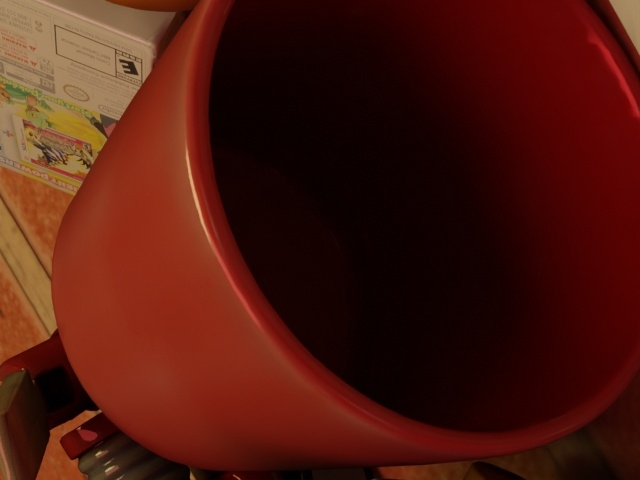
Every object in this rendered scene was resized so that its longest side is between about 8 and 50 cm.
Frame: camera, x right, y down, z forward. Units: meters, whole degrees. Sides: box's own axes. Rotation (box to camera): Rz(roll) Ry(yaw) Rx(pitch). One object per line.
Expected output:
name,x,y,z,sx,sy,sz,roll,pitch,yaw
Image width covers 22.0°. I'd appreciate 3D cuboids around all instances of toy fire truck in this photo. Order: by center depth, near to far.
toy fire truck,-0.105,0.128,0.959,0.158,0.246,0.217,-34,84,45

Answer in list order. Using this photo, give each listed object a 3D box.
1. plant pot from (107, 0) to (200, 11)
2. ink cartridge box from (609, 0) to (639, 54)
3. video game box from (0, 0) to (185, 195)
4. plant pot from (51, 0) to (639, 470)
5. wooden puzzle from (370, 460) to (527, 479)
plant pot,-0.044,-0.226,0.765,0.188,0.205,0.205,-10,101,60
ink cartridge box,0.244,-0.097,0.584,0.172,0.237,0.100,61,171,3
video game box,-0.179,-0.107,0.977,0.205,0.048,0.187,22,147,8
plant pot,0.000,0.000,0.830,0.243,0.275,0.275,-31,87,53
wooden puzzle,0.120,0.189,0.781,0.347,0.322,0.081,27,94,27
